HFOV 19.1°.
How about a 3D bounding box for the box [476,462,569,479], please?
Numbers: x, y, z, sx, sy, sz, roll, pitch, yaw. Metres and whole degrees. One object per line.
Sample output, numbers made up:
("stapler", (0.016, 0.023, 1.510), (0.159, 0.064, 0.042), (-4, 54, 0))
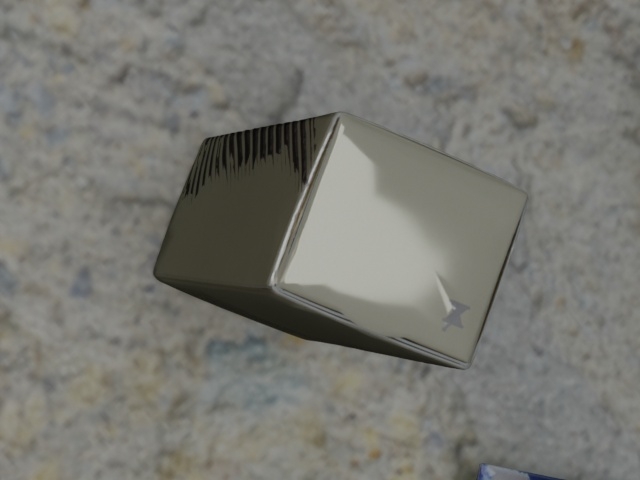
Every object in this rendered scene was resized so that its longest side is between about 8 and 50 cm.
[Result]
("box", (0.120, 0.230, 1.169), (0.109, 0.042, 0.178), (12, 87, -17))

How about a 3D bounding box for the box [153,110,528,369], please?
("box", (0.000, 0.000, 1.007), (0.113, 0.275, 0.094), (23, 84, -17))
